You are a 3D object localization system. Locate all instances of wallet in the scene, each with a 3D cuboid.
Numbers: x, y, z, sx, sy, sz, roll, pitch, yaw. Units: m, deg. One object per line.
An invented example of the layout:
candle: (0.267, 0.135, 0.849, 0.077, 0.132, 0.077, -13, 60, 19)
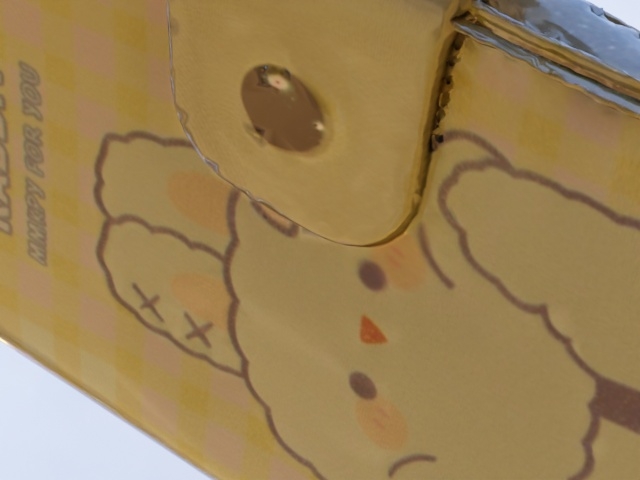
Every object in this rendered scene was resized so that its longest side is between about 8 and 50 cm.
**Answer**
wallet: (0.000, 0.000, 0.503, 0.309, 0.077, 0.223, 29, -45, 24)
